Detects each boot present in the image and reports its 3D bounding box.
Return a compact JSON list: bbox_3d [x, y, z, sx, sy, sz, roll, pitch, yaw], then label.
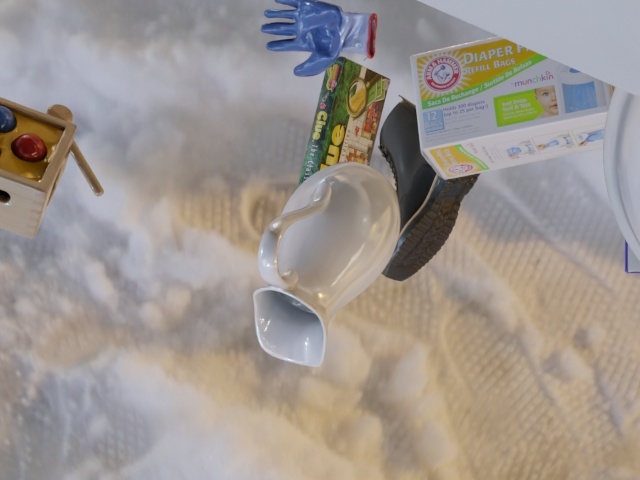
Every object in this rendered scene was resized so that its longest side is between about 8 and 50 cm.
[{"bbox_3d":[0.101,-0.064,1.691,0.137,0.077,0.198,38,99,35],"label":"boot"}]

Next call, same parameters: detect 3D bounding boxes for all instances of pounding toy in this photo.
[{"bbox_3d":[-0.336,-0.111,1.672,0.181,0.094,0.206,20,43,-7],"label":"pounding toy"}]

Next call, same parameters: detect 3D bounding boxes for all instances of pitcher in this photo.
[{"bbox_3d":[0.000,0.000,1.464,0.126,0.177,0.207,14,53,22],"label":"pitcher"}]

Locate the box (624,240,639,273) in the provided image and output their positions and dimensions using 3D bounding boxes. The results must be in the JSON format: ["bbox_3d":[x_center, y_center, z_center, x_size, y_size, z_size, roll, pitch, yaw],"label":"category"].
[{"bbox_3d":[0.475,-0.018,2.013,0.072,0.137,0.126,0,92,16],"label":"box"}]

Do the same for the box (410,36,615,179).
[{"bbox_3d":[0.206,-0.148,1.482,0.203,0.103,0.114,-11,71,16],"label":"box"}]

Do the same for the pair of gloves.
[{"bbox_3d":[0.001,-0.267,1.478,0.159,0.198,0.023,14,21,38],"label":"pair of gloves"}]

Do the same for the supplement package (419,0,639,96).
[{"bbox_3d":[0.157,-0.188,0.623,0.203,0.149,0.194,-33,43,-25],"label":"supplement package"}]

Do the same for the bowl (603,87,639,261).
[{"bbox_3d":[0.349,-0.054,1.038,0.298,0.134,0.297,4,104,18],"label":"bowl"}]

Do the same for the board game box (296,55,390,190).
[{"bbox_3d":[0.022,-0.100,1.830,0.030,0.136,0.259,14,91,32],"label":"board game box"}]
